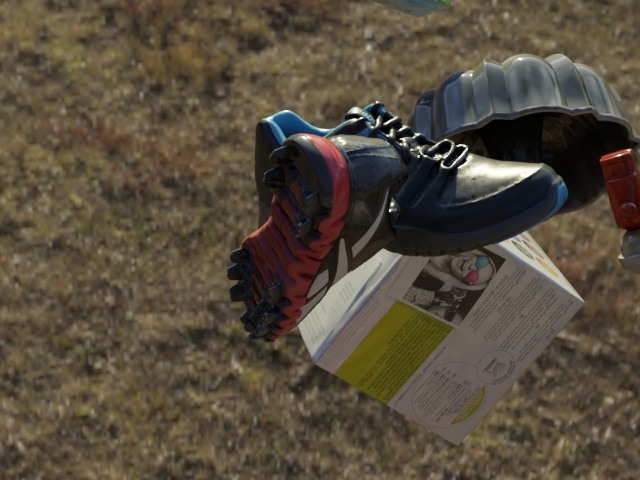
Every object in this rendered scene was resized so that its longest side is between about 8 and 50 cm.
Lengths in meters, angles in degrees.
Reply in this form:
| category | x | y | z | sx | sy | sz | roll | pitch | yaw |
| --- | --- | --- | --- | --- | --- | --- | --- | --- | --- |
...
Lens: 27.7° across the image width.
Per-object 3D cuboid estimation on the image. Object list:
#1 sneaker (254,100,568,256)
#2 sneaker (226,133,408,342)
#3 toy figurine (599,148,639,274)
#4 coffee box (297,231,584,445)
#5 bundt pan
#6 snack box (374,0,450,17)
| category | x | y | z | sx | sy | sz | roll | pitch | yaw |
| --- | --- | --- | --- | --- | --- | --- | --- | --- | --- |
| sneaker | 0.075 | -0.065 | 1.298 | 0.341 | 0.139 | 0.125 | 0 | 18 | 28 |
| sneaker | 0.000 | 0.000 | 1.190 | 0.135 | 0.276 | 0.097 | -15 | 60 | -29 |
| toy figurine | 0.436 | -0.051 | 1.423 | 0.210 | 0.148 | 0.213 | -20 | 6 | -27 |
| coffee box | 0.179 | 0.081 | 2.243 | 0.334 | 0.338 | 0.337 | 32 | 15 | -25 |
| bundt pan | 0.259 | -0.142 | 1.755 | 0.331 | 0.331 | 0.124 | -3 | 65 | -8 |
| snack box | 0.102 | -0.436 | 1.820 | 0.070 | 0.207 | 0.174 | -9 | -14 | 42 |
